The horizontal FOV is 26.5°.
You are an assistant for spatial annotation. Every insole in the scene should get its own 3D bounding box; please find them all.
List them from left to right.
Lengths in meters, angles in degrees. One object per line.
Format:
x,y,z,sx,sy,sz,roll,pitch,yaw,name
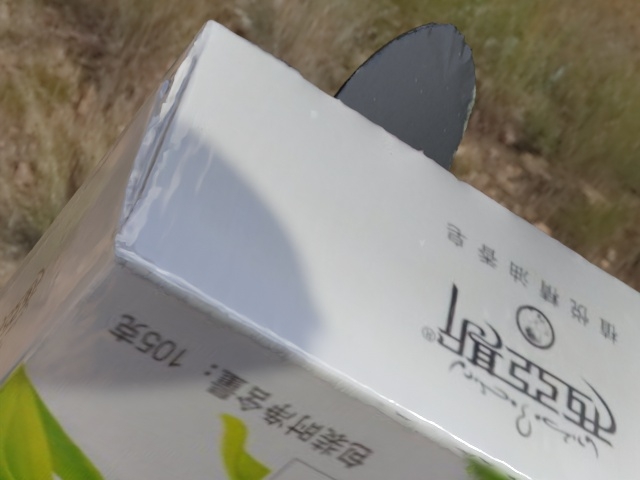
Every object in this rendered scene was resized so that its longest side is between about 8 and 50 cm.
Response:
0.000,0.000,0.658,0.012,0.110,0.309,14,55,33,insole

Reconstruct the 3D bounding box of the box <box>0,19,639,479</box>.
0.011,0.078,0.469,0.260,0.194,0.111,29,44,-17,box
